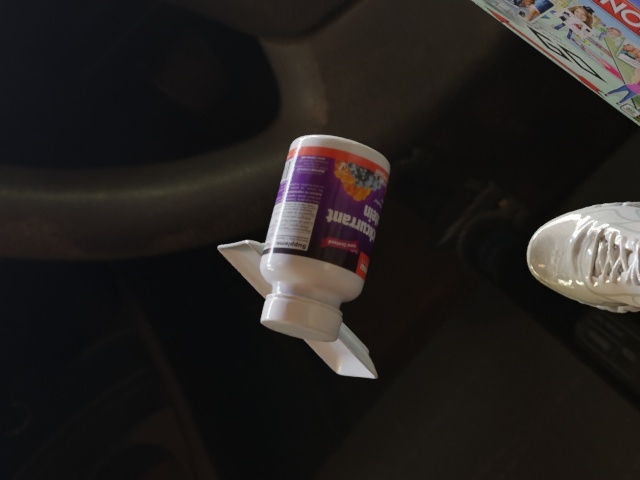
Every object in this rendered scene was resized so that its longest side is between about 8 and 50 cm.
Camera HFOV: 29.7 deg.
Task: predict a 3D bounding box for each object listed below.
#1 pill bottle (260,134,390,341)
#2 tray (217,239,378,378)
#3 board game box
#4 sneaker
[{"bbox_3d":[0.000,0.000,1.225,0.108,0.108,0.193,5,74,33],"label":"pill bottle"},{"bbox_3d":[-0.028,0.093,1.713,0.030,0.270,0.145,-47,14,-19],"label":"tray"},{"bbox_3d":[0.299,-0.210,1.186,0.046,0.317,0.213,-56,6,-13],"label":"board game box"},{"bbox_3d":[0.302,0.019,1.082,0.292,0.118,0.110,8,91,44],"label":"sneaker"}]
